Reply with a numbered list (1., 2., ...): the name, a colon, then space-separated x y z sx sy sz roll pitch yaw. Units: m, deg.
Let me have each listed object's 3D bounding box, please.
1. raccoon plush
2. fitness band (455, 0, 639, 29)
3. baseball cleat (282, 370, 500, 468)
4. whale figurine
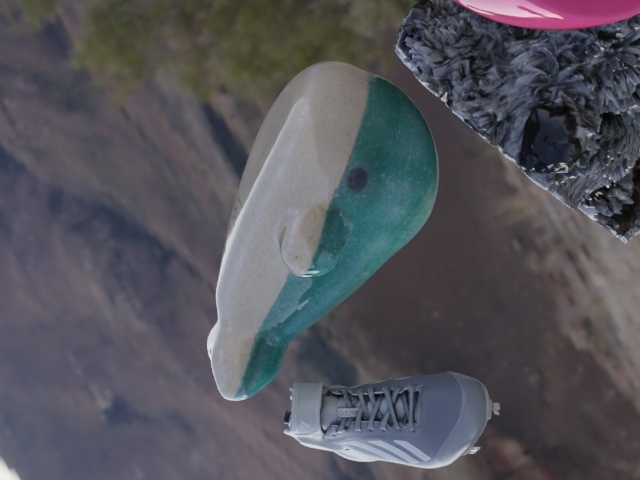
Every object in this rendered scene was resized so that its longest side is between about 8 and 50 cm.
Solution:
1. raccoon plush: 0.250 -0.194 1.409 0.216 0.299 0.446 44 -171 20
2. fitness band: 0.107 -0.243 0.774 0.054 0.209 0.291 0 95 54
3. baseball cleat: 0.040 0.138 1.282 0.206 0.109 0.072 -25 57 56
4. whale figurine: 0.000 0.000 1.307 0.141 0.272 0.216 20 -173 -11
